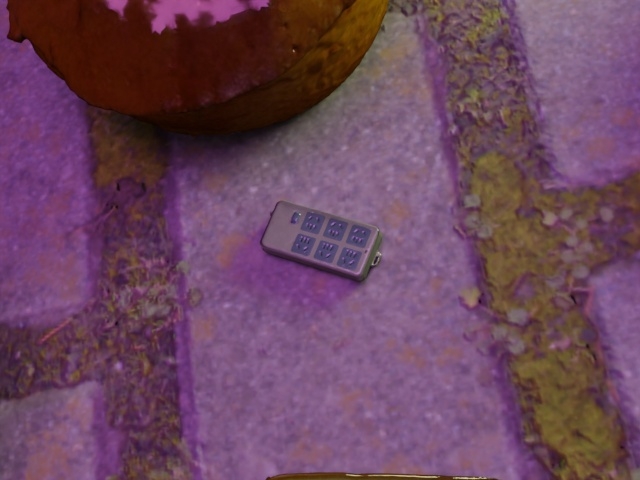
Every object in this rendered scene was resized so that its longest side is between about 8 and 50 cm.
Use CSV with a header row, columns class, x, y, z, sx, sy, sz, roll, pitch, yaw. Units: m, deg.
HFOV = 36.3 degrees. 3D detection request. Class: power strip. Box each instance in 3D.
class,x,y,z,sx,sy,sz,roll,pitch,yaw
power strip,0.000,0.000,0.697,0.090,0.016,0.040,17,72,21

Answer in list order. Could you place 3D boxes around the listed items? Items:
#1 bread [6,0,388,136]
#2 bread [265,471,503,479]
class,x,y,z,sx,sy,sz,roll,pitch,yaw
bread,-0.081,-0.220,0.738,0.312,0.172,0.312,-6,69,15
bread,0.045,0.173,0.570,0.139,0.084,0.074,-8,64,11
